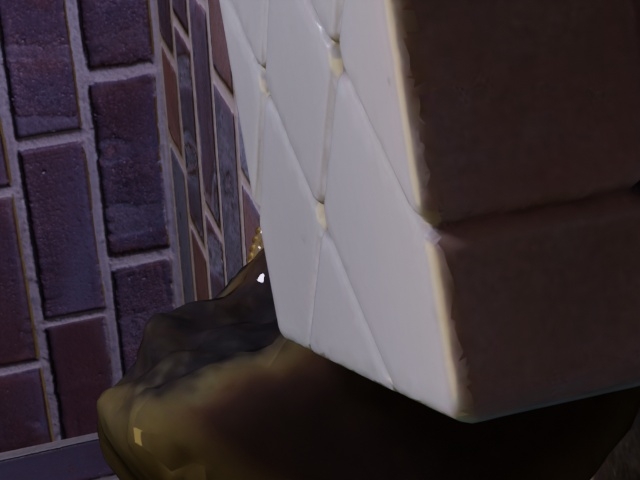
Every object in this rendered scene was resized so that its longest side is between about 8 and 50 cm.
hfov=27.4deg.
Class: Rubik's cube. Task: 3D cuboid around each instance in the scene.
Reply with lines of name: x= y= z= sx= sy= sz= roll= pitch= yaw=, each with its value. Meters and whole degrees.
Rubik's cube: x=0.133 y=-0.110 z=0.677 sx=0.322 sy=0.316 sz=0.319 roll=-172 pitch=72 yaw=-76

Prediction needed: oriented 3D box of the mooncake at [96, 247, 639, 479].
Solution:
mooncake: x=0.023 y=0.043 z=0.935 sx=0.246 sy=0.394 sz=0.393 roll=115 pitch=139 yaw=-73

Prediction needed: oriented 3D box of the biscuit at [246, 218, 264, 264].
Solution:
biscuit: x=0.000 y=0.000 z=1.532 sx=0.259 sy=0.079 sz=0.259 roll=-44 pitch=32 yaw=37
